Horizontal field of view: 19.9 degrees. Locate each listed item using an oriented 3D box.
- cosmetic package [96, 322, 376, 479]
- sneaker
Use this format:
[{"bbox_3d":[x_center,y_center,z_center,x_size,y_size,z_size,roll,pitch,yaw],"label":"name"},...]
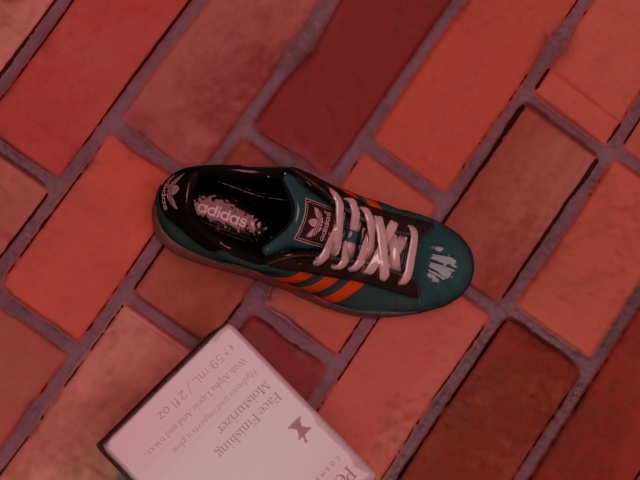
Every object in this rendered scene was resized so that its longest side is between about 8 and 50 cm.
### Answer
[{"bbox_3d":[-0.076,0.190,1.578,0.184,0.151,0.151,45,79,-2],"label":"cosmetic package"},{"bbox_3d":[0.000,0.000,1.633,0.302,0.121,0.108,12,81,-9],"label":"sneaker"}]
